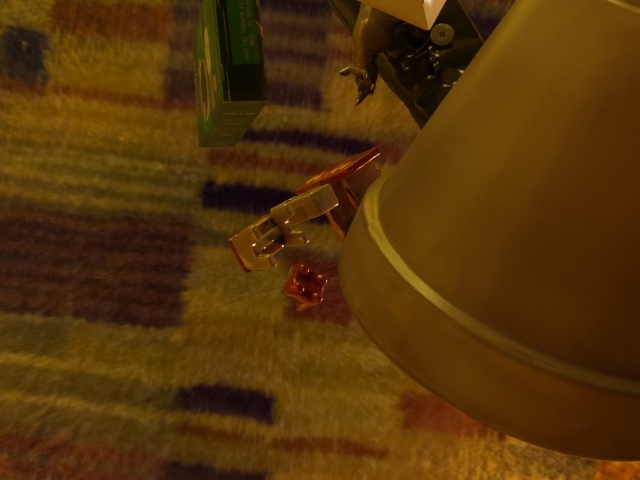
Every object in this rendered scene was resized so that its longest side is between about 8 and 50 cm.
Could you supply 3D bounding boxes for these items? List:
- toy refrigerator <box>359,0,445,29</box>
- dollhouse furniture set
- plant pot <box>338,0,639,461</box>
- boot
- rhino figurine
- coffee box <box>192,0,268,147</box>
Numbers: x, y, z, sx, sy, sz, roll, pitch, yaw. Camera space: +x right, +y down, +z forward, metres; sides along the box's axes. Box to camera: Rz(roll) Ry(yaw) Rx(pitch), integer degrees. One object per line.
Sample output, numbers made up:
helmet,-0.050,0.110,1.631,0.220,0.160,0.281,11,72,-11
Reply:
toy refrigerator,0.045,-0.385,1.120,0.270,0.094,0.102,28,86,16
dollhouse furniture set,0.000,0.000,1.536,0.374,0.152,0.201,-36,102,-41
plant pot,0.207,-0.046,0.643,0.323,0.323,0.280,18,120,-2
boot,0.250,-0.374,1.475,0.367,0.146,0.445,-26,65,-12
rhino figurine,0.090,-0.333,1.367,0.073,0.106,0.243,18,91,22
coffee box,-0.084,-0.153,0.750,0.041,0.184,0.113,-4,85,-14
